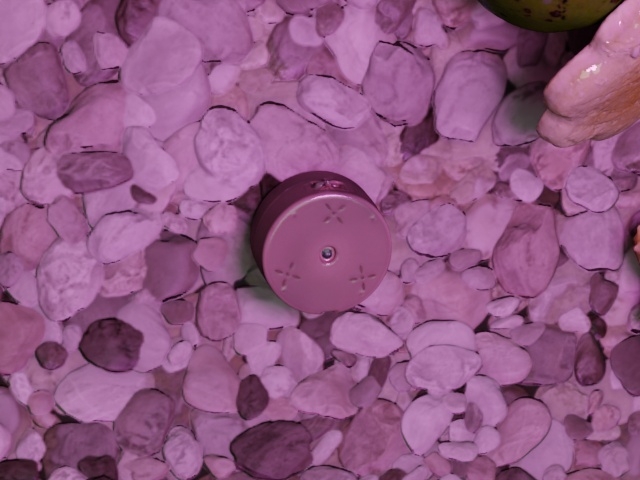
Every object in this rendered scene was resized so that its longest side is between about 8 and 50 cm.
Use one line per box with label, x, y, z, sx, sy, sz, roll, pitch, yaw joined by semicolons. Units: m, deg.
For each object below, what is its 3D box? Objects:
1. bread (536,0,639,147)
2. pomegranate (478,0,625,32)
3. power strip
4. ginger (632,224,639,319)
bread;0.364;-0.207;1.873;0.316;0.054;0.316;-33;161;-13
pomegranate;0.235;-0.338;1.790;0.254;0.270;0.254;-39;142;-38
power strip;0.000;0.000;1.943;0.154;0.078;0.154;-5;111;-12
ginger;0.451;0.032;2.070;0.157;0.102;0.216;-10;132;7
